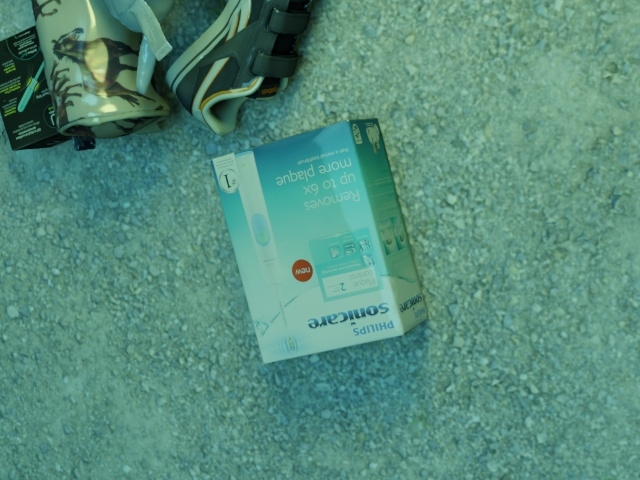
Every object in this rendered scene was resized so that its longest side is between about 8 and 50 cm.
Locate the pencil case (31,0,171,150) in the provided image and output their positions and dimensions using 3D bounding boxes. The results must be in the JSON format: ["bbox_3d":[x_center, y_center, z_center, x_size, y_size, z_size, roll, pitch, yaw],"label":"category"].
[{"bbox_3d":[-0.334,-0.343,1.628,0.160,0.183,0.410,-15,85,5],"label":"pencil case"}]

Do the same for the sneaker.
[{"bbox_3d":[-0.076,-0.277,1.569,0.321,0.126,0.127,-45,74,32],"label":"sneaker"}]

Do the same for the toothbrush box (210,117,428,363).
[{"bbox_3d":[0.000,0.000,1.571,0.216,0.126,0.296,-13,93,23],"label":"toothbrush box"}]

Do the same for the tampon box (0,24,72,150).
[{"bbox_3d":[-0.415,-0.230,1.723,0.120,0.101,0.161,-17,91,24],"label":"tampon box"}]

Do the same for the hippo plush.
[{"bbox_3d":[-0.184,-0.399,1.468,0.294,0.236,0.234,58,152,4],"label":"hippo plush"}]
